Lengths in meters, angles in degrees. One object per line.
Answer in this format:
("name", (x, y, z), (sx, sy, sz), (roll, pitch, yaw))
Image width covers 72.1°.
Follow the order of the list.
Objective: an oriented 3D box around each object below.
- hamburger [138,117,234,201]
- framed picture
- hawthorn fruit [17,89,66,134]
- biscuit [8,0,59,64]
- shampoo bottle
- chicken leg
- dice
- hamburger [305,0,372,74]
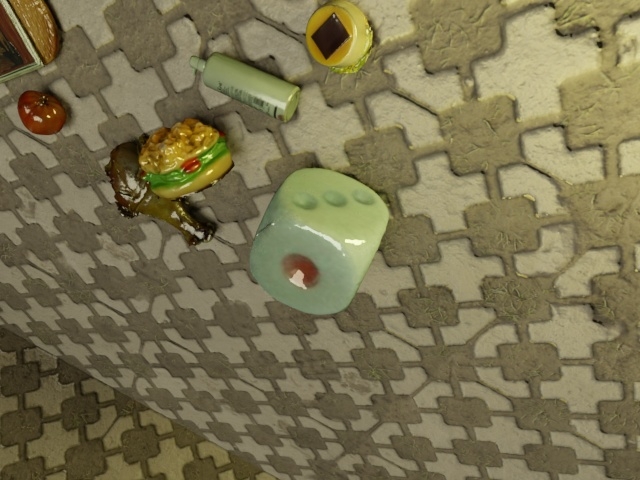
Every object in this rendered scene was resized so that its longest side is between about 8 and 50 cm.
("hamburger", (-0.342, -0.217, 1.099), (0.236, 0.237, 0.149), (-6, 124, 26))
("framed picture", (-0.875, -0.544, 1.176), (0.273, 0.016, 0.217), (-1, 123, 32))
("hawthorn fruit", (-0.788, -0.359, 1.242), (0.127, 0.128, 0.128), (11, 128, 14))
("biscuit", (-0.730, -0.555, 1.120), (0.144, 0.033, 0.225), (17, 132, 12))
("shampoo bottle", (-0.179, -0.361, 1.007), (0.262, 0.085, 0.085), (25, 130, 4))
("chicken leg", (-0.490, -0.111, 1.284), (0.211, 0.140, 0.361), (-22, 111, 24))
("dice", (0.000, 0.000, 1.086), (0.267, 0.263, 0.265), (25, 130, 6))
("hamburger", (0.040, -0.408, 0.887), (0.141, 0.081, 0.127), (42, 128, 5))
